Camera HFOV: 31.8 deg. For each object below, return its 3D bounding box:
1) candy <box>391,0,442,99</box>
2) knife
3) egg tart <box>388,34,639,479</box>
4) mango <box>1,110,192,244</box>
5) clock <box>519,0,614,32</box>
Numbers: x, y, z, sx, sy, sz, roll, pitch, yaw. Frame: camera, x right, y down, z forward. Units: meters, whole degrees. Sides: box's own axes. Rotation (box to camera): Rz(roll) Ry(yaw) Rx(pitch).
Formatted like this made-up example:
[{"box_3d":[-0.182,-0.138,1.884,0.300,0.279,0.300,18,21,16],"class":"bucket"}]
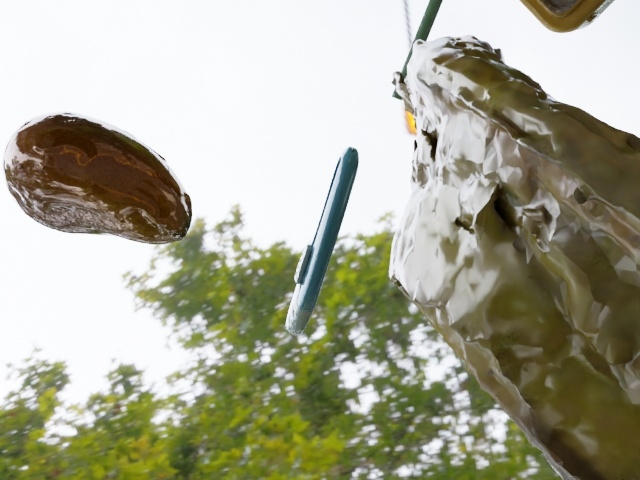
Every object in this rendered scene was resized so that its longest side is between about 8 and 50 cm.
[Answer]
[{"box_3d":[0.117,-0.248,0.906,0.084,0.078,0.287,6,-68,-40],"class":"candy"},{"box_3d":[0.000,0.000,1.257,0.031,0.064,0.222,17,-86,-10],"class":"knife"},{"box_3d":[0.135,0.042,0.532,0.129,0.341,0.341,-42,-80,3],"class":"egg tart"},{"box_3d":[-0.164,-0.050,0.820,0.105,0.159,0.084,53,-129,-54],"class":"mango"},{"box_3d":[0.278,-0.322,1.141,0.143,0.202,0.096,47,-153,6],"class":"clock"}]
